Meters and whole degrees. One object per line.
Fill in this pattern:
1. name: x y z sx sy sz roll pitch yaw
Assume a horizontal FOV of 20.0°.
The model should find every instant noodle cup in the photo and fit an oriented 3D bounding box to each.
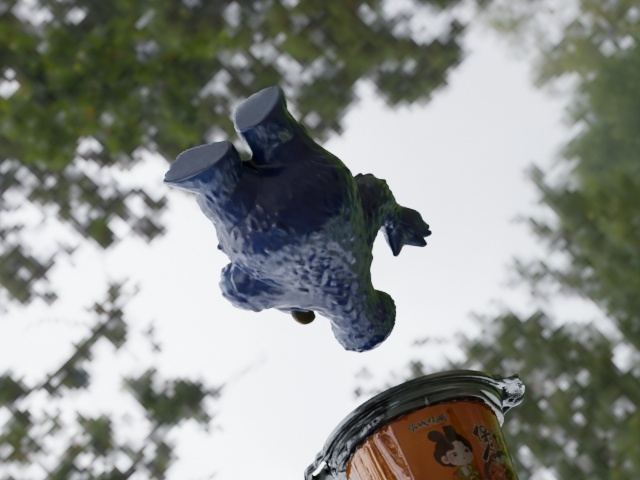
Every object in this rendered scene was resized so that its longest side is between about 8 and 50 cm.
1. instant noodle cup: 0.102 0.213 1.583 0.177 0.208 0.125 38 -157 -53

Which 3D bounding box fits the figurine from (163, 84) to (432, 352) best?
1. figurine: -0.009 0.001 1.498 0.262 0.164 0.121 40 180 -33
